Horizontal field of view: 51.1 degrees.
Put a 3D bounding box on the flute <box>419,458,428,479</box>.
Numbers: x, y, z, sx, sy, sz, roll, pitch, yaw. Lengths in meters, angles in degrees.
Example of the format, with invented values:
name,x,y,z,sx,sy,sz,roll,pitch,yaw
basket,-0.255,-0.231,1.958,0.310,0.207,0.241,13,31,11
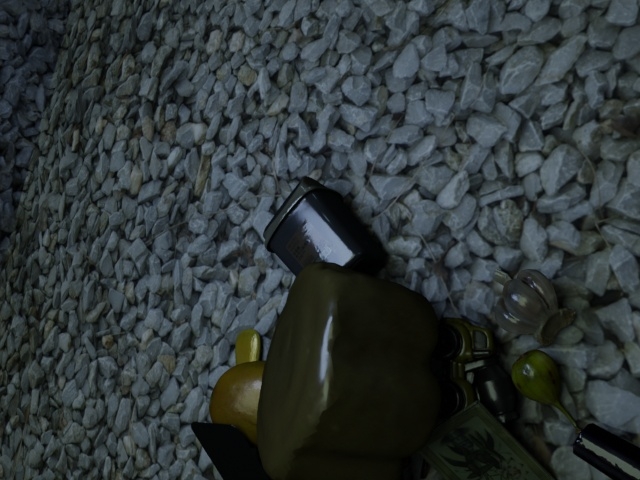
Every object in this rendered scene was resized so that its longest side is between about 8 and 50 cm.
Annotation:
name,x,y,z,sx,sy,sz,roll,pitch,yaw
flute,0.215,0.408,1.333,0.014,0.014,0.269,43,149,37

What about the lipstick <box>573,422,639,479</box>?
name,x,y,z,sx,sy,sz,roll,pitch,yaw
lipstick,0.613,0.431,1.075,0.418,0.077,0.077,28,98,38

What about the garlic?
name,x,y,z,sx,sy,sz,roll,pitch,yaw
garlic,0.394,0.105,1.309,0.131,0.127,0.194,-54,33,21

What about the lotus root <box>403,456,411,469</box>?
name,x,y,z,sx,sy,sz,roll,pitch,yaw
lotus root,0.170,0.455,1.459,0.037,0.030,0.083,-36,60,26

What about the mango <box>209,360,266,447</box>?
name,x,y,z,sx,sy,sz,roll,pitch,yaw
mango,-0.131,0.401,1.630,0.317,0.173,0.211,-3,80,31

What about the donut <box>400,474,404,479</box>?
name,x,y,z,sx,sy,sz,roll,pitch,yaw
donut,0.048,0.553,1.413,0.272,0.272,0.107,1,101,39

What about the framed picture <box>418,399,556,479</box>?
name,x,y,z,sx,sy,sz,roll,pitch,yaw
framed picture,0.311,0.424,1.273,0.231,0.010,0.173,44,116,-6

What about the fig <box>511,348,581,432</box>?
name,x,y,z,sx,sy,sz,roll,pitch,yaw
fig,0.418,0.291,1.265,0.093,0.093,0.166,-21,81,34

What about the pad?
name,x,y,z,sx,sy,sz,roll,pitch,yaw
pad,-0.209,0.551,1.651,0.181,0.004,0.267,-9,116,37

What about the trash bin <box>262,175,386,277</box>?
name,x,y,z,sx,sy,sz,roll,pitch,yaw
trash bin,0.000,0.000,1.610,0.209,0.182,0.290,-51,59,18

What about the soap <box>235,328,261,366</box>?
name,x,y,z,sx,sy,sz,roll,pitch,yaw
soap,-0.193,0.321,1.783,0.089,0.033,0.168,-14,73,39

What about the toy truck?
name,x,y,z,sx,sy,sz,roll,pitch,yaw
toy truck,0.304,0.263,1.329,0.165,0.147,0.224,-7,72,24

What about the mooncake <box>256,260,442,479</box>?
name,x,y,z,sx,sy,sz,roll,pitch,yaw
mooncake,0.043,0.274,1.353,0.467,0.262,0.467,-167,90,-74
